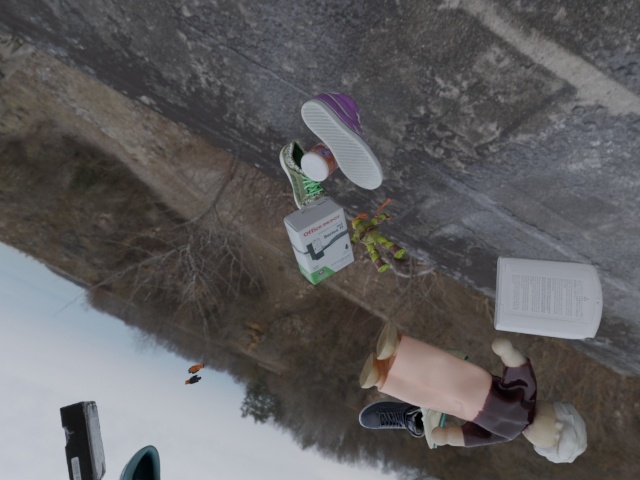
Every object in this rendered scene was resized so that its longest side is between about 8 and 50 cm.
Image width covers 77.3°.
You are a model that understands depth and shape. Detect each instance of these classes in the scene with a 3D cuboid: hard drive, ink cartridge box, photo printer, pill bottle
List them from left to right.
[{"bbox_3d":[-0.697,0.603,1.189,0.064,0.236,0.339,-10,164,-27],"label":"hard drive"},{"bbox_3d":[0.000,0.000,1.144,0.087,0.153,0.208,42,156,46],"label":"ink cartridge box"},{"bbox_3d":[0.029,-0.331,1.555,0.121,0.216,0.121,23,138,22],"label":"pill bottle"},{"bbox_3d":[0.747,0.186,1.318,0.308,0.255,0.107,4,169,16],"label":"photo printer"}]

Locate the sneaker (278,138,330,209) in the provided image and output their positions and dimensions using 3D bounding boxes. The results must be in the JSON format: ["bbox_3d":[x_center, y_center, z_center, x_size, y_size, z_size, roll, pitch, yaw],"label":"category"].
[{"bbox_3d":[-0.061,-0.270,1.774,0.410,0.158,0.182,61,168,3],"label":"sneaker"}]

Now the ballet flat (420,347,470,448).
[{"bbox_3d":[0.295,0.385,1.002,0.086,0.248,0.086,23,172,3],"label":"ballet flat"}]

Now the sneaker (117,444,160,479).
[{"bbox_3d":[-0.530,0.764,1.136,0.135,0.150,0.365,18,-154,-29],"label":"sneaker"}]

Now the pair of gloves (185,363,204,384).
[{"bbox_3d":[-0.499,0.530,1.585,0.074,0.083,0.010,-18,131,11],"label":"pair of gloves"}]

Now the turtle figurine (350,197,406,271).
[{"bbox_3d":[0.175,-0.017,1.312,0.217,0.270,0.087,49,173,28],"label":"turtle figurine"}]

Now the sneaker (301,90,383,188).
[{"bbox_3d":[0.093,-0.278,1.057,0.102,0.161,0.282,-29,103,46],"label":"sneaker"}]

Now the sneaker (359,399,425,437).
[{"bbox_3d":[0.232,0.544,1.223,0.227,0.086,0.163,-10,171,2],"label":"sneaker"}]

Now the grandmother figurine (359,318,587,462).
[{"bbox_3d":[0.247,0.237,0.621,0.343,0.104,0.207,24,119,3],"label":"grandmother figurine"}]

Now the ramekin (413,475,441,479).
[{"bbox_3d":[0.417,1.007,1.474,0.273,0.127,0.272,23,-160,-9],"label":"ramekin"}]
